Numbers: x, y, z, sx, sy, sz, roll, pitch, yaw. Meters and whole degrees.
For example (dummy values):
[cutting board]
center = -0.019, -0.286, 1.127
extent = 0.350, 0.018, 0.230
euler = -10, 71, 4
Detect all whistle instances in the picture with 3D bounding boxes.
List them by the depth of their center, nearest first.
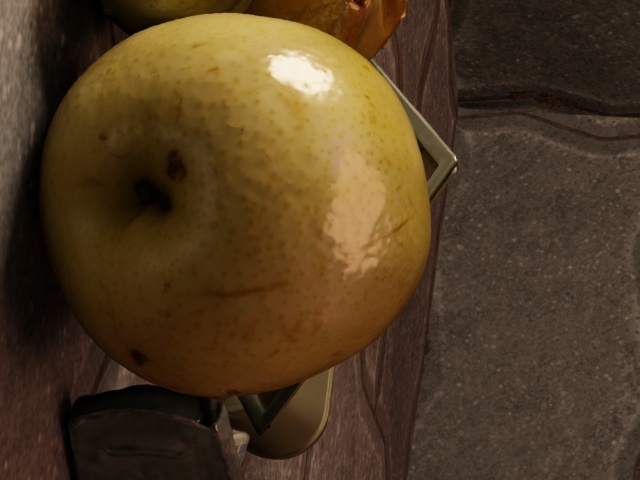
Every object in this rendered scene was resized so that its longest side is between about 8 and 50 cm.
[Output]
[whistle]
center = -0.116, 0.278, 1.739
extent = 0.405, 0.168, 0.188
euler = 64, 30, -62

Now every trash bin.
[trash bin]
center = -0.060, 0.096, 2.122
extent = 0.247, 0.121, 0.243
euler = 56, 39, -70

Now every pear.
[pear]
center = -0.058, -0.026, 1.525
extent = 0.309, 0.309, 0.309
euler = 4, 90, -80

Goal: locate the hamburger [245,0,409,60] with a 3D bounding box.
[hamburger]
center = -0.020, -0.281, 1.742
extent = 0.319, 0.158, 0.318
euler = 12, -75, 55

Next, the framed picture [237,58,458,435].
[framed picture]
center = 0.000, 0.000, 1.735
extent = 0.296, 0.019, 0.232
euler = -55, -148, 15

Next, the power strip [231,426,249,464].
[power strip]
center = -0.119, 0.272, 1.981
extent = 0.081, 0.035, 0.192
euler = 21, 86, -81

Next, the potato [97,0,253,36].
[potato]
center = -0.118, -0.250, 1.583
extent = 0.228, 0.149, 0.197
euler = 86, 24, -51
